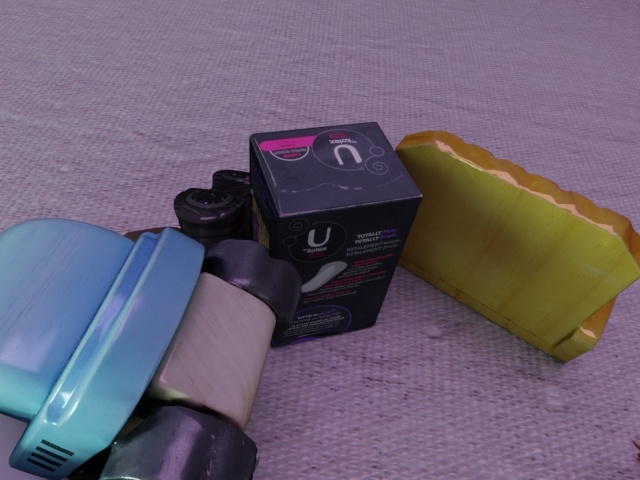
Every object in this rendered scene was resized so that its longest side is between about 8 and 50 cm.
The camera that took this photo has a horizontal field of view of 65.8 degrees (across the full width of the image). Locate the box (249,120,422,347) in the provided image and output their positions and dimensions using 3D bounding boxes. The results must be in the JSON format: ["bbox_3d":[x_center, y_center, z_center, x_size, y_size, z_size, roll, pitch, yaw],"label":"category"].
[{"bbox_3d":[0.000,0.000,0.643,0.165,0.270,0.143,-9,52,-17],"label":"box"}]

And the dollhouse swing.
[{"bbox_3d":[0.280,-0.050,0.708,0.347,0.304,0.315,32,53,19],"label":"dollhouse swing"}]

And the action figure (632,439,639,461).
[{"bbox_3d":[0.373,0.336,0.525,0.139,0.091,0.280,22,49,-1],"label":"action figure"}]

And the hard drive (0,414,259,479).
[{"bbox_3d":[-0.251,0.248,0.545,0.308,0.040,0.203,26,51,14],"label":"hard drive"}]

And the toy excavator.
[{"bbox_3d":[-0.305,0.092,0.474,0.445,0.433,0.222,32,47,-18],"label":"toy excavator"}]

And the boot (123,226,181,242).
[{"bbox_3d":[-0.313,0.070,0.654,0.305,0.112,0.115,-14,64,-22],"label":"boot"}]

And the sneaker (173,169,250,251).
[{"bbox_3d":[-0.135,-0.031,0.752,0.109,0.130,0.286,13,22,14],"label":"sneaker"}]
